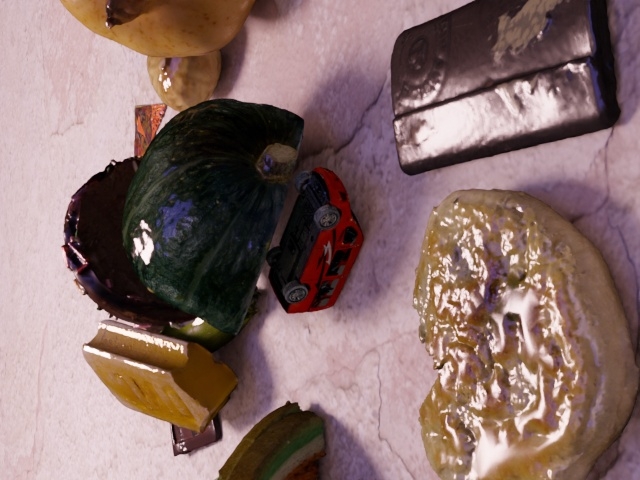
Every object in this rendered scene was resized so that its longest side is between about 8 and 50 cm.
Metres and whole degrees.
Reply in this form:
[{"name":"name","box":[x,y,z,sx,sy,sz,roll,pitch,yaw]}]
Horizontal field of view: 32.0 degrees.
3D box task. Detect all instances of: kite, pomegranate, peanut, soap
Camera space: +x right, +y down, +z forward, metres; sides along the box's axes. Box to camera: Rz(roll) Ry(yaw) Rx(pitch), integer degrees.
[{"name":"kite","box":[-0.327,-0.206,2.045,0.222,0.008,0.125,-62,40,40]},{"name":"pomegranate","box":[-0.225,-0.402,1.557,0.342,0.343,0.342,1,91,60]},{"name":"peanut","box":[-0.213,-0.274,1.754,0.140,0.109,0.159,-62,29,20]},{"name":"soap","box":[-0.233,0.214,1.716,0.258,0.080,0.160,10,142,40]}]

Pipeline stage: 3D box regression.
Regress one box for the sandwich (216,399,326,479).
[{"name":"sandwich","box":[-0.050,0.321,1.471,0.109,0.185,0.160,-5,121,49]}]

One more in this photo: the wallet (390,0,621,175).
[{"name":"wallet","box":[0.174,-0.172,1.148,0.321,0.044,0.170,-11,79,59]}]

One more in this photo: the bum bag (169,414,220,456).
[{"name":"bum bag","box":[-0.207,0.289,1.835,0.159,0.026,0.109,-29,66,51]}]

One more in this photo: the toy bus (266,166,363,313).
[{"name":"toy bus","box":[0.000,0.000,1.403,0.081,0.089,0.195,60,139,42]}]

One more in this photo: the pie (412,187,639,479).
[{"name":"pie","box":[0.181,0.101,1.107,0.337,0.075,0.337,0,89,59]}]

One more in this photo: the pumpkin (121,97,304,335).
[{"name":"pumpkin","box":[-0.151,-0.051,1.452,0.293,0.197,0.263,-81,13,-44]}]

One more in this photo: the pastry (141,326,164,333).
[{"name":"pastry","box":[-0.239,0.048,1.802,0.112,0.103,0.265,56,133,18]}]

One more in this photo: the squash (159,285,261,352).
[{"name":"squash","box":[-0.179,0.135,1.723,0.331,0.087,0.087,-33,62,53]}]

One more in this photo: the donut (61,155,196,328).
[{"name":"donut","box":[-0.241,0.005,1.604,0.103,0.270,0.269,126,135,-58]}]

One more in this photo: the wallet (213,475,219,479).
[{"name":"wallet","box":[-0.125,0.447,1.651,0.309,0.077,0.223,-44,50,50]}]

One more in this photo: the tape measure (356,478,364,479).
[{"name":"tape measure","box":[0.021,0.412,1.369,0.178,0.105,0.196,56,138,33]}]
